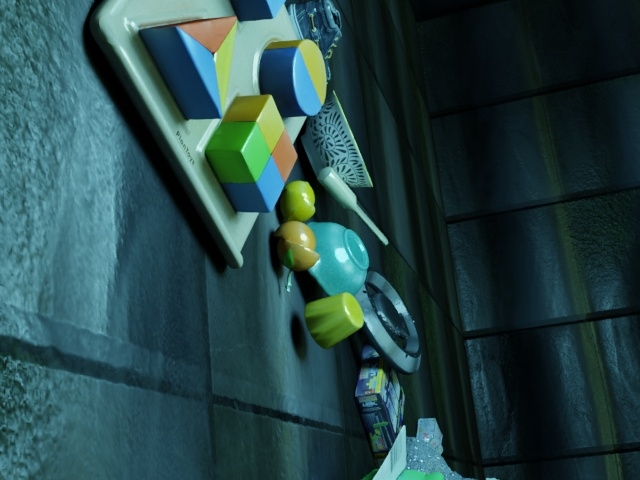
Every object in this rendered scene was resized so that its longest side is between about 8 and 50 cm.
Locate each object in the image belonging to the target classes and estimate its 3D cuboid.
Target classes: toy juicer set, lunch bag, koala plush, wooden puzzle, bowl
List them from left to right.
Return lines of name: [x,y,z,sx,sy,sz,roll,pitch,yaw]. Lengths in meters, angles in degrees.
wooden puzzle: [-0.083,-0.195,0.879,0.322,0.080,0.348,65,32,-43]
toy juicer set: [0.000,0.000,1.195,0.209,0.089,0.329,56,24,-15]
bowl: [0.017,-0.150,1.308,0.170,0.080,0.170,-23,90,-87]
lunch bag: [0.253,0.465,1.861,0.083,0.053,0.071,-72,148,-45]
koala plush: [0.222,0.441,1.327,0.196,0.221,0.204,-32,130,-74]

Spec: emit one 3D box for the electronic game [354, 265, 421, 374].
electronic game: [0.115,0.140,1.471,0.229,0.048,0.229,48,22,-27]

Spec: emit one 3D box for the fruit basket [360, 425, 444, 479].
fruit basket: [0.066,0.464,1.019,0.353,0.165,0.327,-37,121,-55]

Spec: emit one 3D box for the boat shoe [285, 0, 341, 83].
boat shoe: [0.005,-0.347,1.425,0.183,0.083,0.065,60,24,-52]

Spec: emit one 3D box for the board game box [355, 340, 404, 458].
board game box: [0.109,0.282,1.449,0.170,0.048,0.141,-71,145,-63]
